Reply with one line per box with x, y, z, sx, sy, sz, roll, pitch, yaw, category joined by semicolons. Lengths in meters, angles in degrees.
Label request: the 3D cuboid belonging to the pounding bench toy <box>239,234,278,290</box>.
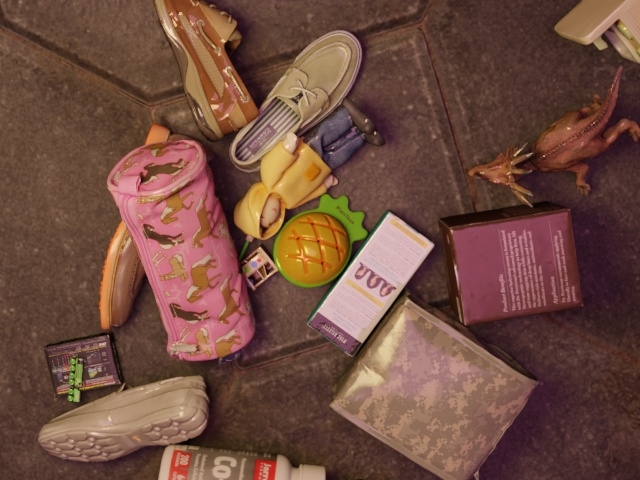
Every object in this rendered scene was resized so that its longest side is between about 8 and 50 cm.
-0.122;0.036;1.799;0.065;0.052;0.083;-39;95;4;pounding bench toy

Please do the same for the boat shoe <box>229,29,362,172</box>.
-0.038;-0.230;1.747;0.109;0.094;0.302;40;95;-4;boat shoe

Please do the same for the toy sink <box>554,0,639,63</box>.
0.531;-0.373;1.693;0.234;0.153;0.131;-43;108;7;toy sink

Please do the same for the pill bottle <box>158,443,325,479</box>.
-0.136;0.446;1.792;0.283;0.161;0.161;5;97;-1;pill bottle

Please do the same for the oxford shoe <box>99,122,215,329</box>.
-0.284;-0.008;1.760;0.132;0.130;0.364;18;98;-10;oxford shoe

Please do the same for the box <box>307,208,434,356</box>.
0.086;0.073;1.800;0.100;0.060;0.244;36;95;-4;box

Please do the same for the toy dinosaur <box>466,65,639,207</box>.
0.396;-0.154;1.698;0.200;0.296;0.127;-14;68;-36;toy dinosaur

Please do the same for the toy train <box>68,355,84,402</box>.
-0.427;0.243;1.801;0.023;0.017;0.083;5;97;-10;toy train

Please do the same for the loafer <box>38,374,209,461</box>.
-0.343;0.310;1.812;0.319;0.111;0.112;-12;133;12;loafer

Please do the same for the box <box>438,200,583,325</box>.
0.318;0.034;1.743;0.203;0.167;0.169;-9;97;1;box

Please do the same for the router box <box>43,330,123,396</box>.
-0.419;0.218;1.826;0.122;0.038;0.092;-11;96;1;router box

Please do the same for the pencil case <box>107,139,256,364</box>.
-0.218;0.023;1.667;0.160;0.167;0.386;-11;126;2;pencil case

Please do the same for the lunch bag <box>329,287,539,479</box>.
0.198;0.256;1.769;0.287;0.169;0.235;35;95;1;lunch bag

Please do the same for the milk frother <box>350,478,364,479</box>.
0.077;0.503;1.813;0.129;0.134;0.143;20;94;29;milk frother

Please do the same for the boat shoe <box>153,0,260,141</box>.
-0.189;-0.328;1.713;0.119;0.122;0.324;-19;89;1;boat shoe

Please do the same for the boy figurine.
-0.033;-0.118;1.729;0.285;0.177;0.092;-41;57;-3;boy figurine

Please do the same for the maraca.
0.000;0.000;1.777;0.127;0.099;0.186;44;70;-1;maraca
